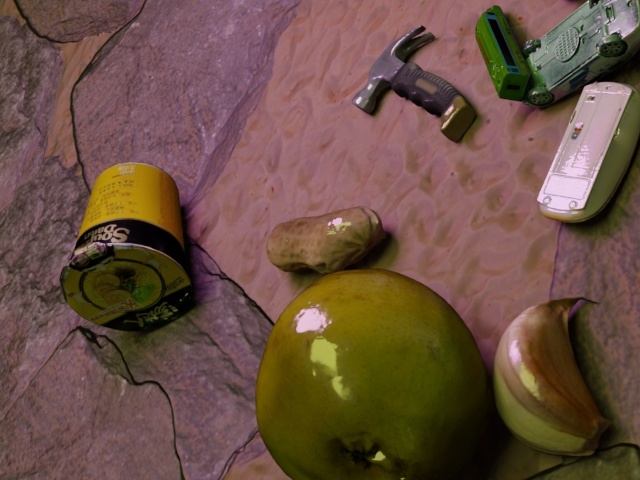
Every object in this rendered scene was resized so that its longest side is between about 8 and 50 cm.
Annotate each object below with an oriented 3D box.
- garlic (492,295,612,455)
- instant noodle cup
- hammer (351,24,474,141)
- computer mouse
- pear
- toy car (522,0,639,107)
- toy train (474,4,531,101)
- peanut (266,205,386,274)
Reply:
[{"bbox_3d":[0.252,0.152,1.372,0.128,0.115,0.206,-30,45,36],"label":"garlic"},{"bbox_3d":[-0.316,0.000,1.951,0.215,0.215,0.236,-32,40,26],"label":"instant noodle cup"},{"bbox_3d":[0.151,-0.226,1.751,0.158,0.041,0.226,-54,41,7],"label":"hammer"},{"bbox_3d":[0.344,-0.110,1.493,0.102,0.045,0.199,12,75,47],"label":"computer mouse"},{"bbox_3d":[0.057,0.161,1.446,0.287,0.287,0.375,-39,27,20],"label":"pear"},{"bbox_3d":[0.350,-0.253,1.551,0.224,0.076,0.090,-36,49,49],"label":"toy car"},{"bbox_3d":[0.247,-0.271,1.651,0.209,0.042,0.044,-99,19,-50],"label":"toy train"},{"bbox_3d":[0.000,0.000,1.720,0.214,0.099,0.099,-2,65,41],"label":"peanut"}]
